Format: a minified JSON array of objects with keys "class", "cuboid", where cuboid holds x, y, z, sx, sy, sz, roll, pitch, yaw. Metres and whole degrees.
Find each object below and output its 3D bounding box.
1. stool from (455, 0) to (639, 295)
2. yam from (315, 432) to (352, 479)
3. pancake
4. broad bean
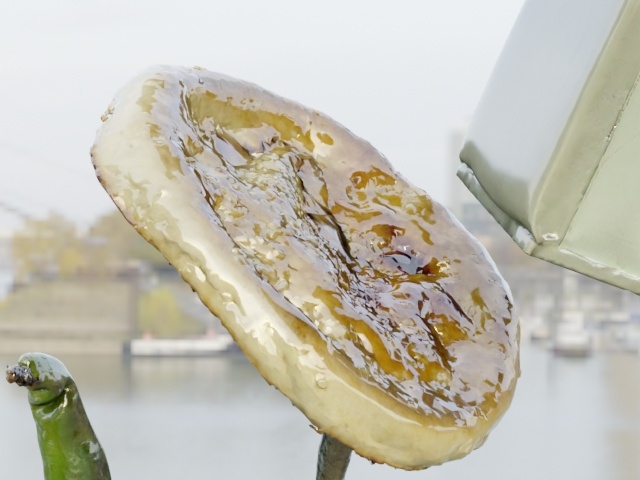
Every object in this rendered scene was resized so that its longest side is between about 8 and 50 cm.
[{"class":"stool","cuboid":[0.261,-0.084,1.159,0.270,0.243,0.170,21,14,-17]},{"class":"yam","cuboid":[0.014,0.155,1.368,0.033,0.027,0.129,-2,-43,-9]},{"class":"pancake","cuboid":[-0.001,0.001,1.282,0.356,0.065,0.356,32,25,-17]},{"class":"broad bean","cuboid":[-0.205,0.161,1.496,0.046,0.195,0.061,-1,37,28]}]
